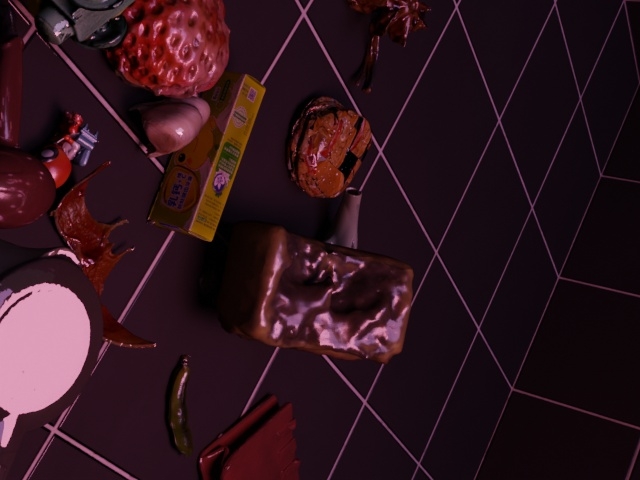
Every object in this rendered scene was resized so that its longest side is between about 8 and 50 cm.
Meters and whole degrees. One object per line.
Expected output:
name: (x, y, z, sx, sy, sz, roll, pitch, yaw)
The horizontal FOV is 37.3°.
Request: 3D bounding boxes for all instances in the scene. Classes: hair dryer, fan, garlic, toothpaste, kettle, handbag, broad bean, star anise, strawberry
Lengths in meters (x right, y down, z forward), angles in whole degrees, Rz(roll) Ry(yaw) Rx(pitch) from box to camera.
hair dryer: (0.021, -0.026, 2.202, 0.225, 0.088, 0.219, 6, 115, -51)
fan: (-0.229, 0.097, 1.960, 0.056, 0.004, 0.083, -44, 135, -40)
garlic: (-0.262, -0.215, 1.695, 0.174, 0.124, 0.099, -61, 137, -58)
toothpaste: (-0.213, -0.166, 1.789, 0.077, 0.110, 0.327, 30, 77, -59)
kettle: (-0.505, 0.145, 1.220, 0.250, 0.377, 0.361, 36, 71, -55)
hair dryer: (-0.481, -0.192, 1.352, 0.312, 0.123, 0.340, 27, 62, -76)
handbag: (-0.152, 0.526, 2.165, 0.275, 0.084, 0.260, -38, 131, -44)
broad bean: (-0.283, 0.347, 1.941, 0.069, 0.039, 0.226, -20, 118, -58)
star anise: (0.139, -0.510, 2.172, 0.237, 0.148, 0.346, -2, 107, -34)
strawberry: (-0.241, -0.412, 1.623, 0.265, 0.149, 0.336, -10, 108, -53)

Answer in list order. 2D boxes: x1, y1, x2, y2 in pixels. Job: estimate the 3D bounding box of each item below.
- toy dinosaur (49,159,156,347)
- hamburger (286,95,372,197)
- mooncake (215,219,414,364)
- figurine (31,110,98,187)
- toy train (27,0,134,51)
toy dinosaur: (-0.370, 0.025, 1.625, 0.207, 0.113, 0.327, 1, 97, -62)
hamburger: (0.016, -0.208, 2.129, 0.231, 0.107, 0.231, -36, 137, -42)
mooncake: (-0.008, 0.110, 1.939, 0.393, 0.394, 0.246, -5, 110, -82)
figurine: (-0.421, -0.136, 1.532, 0.075, 0.068, 0.140, 45, 69, -37)
toy train: (-0.321, -0.458, 1.443, 0.369, 0.237, 0.150, -46, 179, -22)
